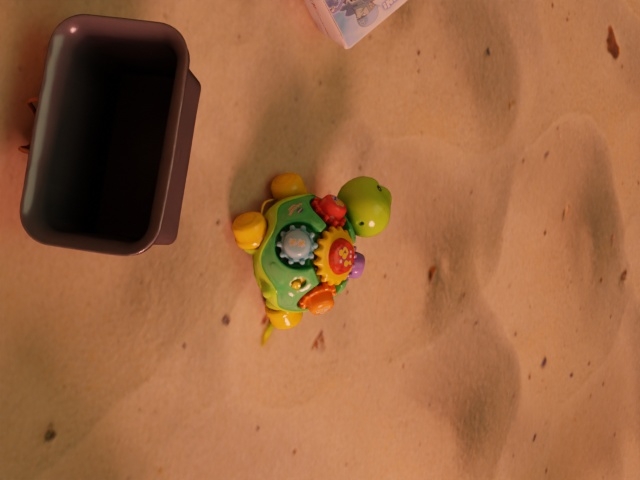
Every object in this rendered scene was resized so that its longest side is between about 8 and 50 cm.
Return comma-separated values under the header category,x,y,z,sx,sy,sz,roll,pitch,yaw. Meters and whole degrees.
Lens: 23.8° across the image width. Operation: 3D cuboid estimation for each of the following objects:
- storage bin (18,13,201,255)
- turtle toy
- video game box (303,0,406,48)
category,x,y,z,sx,sy,sz,roll,pitch,yaw
storage bin,-0.121,-0.056,0.902,0.091,0.098,0.135,34,64,-78
turtle toy,0.000,0.000,1.068,0.130,0.066,0.095,-48,129,-37
video game box,0.050,-0.264,1.041,0.205,0.048,0.187,-40,133,-9
